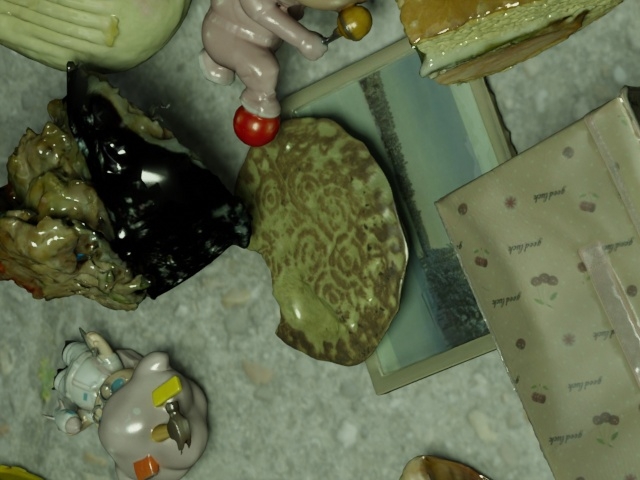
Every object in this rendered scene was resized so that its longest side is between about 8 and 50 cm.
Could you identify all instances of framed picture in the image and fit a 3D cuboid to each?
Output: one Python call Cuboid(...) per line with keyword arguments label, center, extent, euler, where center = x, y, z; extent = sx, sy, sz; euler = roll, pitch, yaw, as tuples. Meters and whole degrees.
Cuboid(label="framed picture", center=(0.088, -0.030, 1.775), extent=(0.213, 0.016, 0.289), euler=(-24, 80, 32))

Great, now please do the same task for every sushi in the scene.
Cuboid(label="sushi", center=(-0.208, -0.026, 1.824), extent=(0.219, 0.238, 0.225), euler=(-41, 45, -8))

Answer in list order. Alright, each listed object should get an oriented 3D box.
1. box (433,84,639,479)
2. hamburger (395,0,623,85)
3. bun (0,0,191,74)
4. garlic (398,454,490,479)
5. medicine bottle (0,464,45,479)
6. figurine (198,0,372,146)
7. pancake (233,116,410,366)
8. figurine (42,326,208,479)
Cuboid(label="box", center=(0.261, 0.055, 1.542), extent=(0.190, 0.225, 0.297), euler=(-28, 77, 31))
Cuboid(label="hamburger", center=(0.160, -0.229, 1.642), extent=(0.208, 0.135, 0.155), euler=(-17, 79, 25))
Cuboid(label="bun", center=(-0.246, -0.327, 1.862), extent=(0.361, 0.213, 0.361), euler=(21, 133, 25))
Cuboid(label="garlic", center=(0.137, 0.253, 1.724), extent=(0.174, 0.099, 0.124), euler=(48, 136, 26))
Cuboid(label="medicine bottle", center=(-0.332, 0.388, 2.044), extent=(0.111, 0.076, 0.309), euler=(19, 103, 37))
Cuboid(label="figurine", center=(-0.026, -0.234, 1.771), extent=(0.186, 0.176, 0.287), euler=(26, 114, 11))
Cuboid(label="pancake", center=(0.000, 0.000, 1.804), extent=(0.212, 0.029, 0.235), euler=(-22, 82, 46))
Cuboid(label="figurine", center=(-0.179, 0.163, 1.915), extent=(0.229, 0.112, 0.137), euler=(27, 100, 43))
